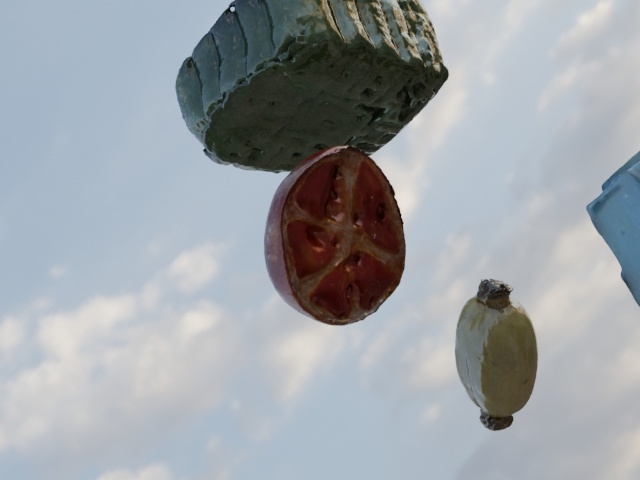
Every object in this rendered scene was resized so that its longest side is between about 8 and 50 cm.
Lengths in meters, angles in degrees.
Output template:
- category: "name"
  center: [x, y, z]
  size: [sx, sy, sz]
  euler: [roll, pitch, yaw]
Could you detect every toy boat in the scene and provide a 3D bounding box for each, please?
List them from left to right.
- category: "toy boat"
  center: [0.293, 0.038, 1.164]
  size: [0.098, 0.238, 0.109]
  euler: [-24, -13, -30]

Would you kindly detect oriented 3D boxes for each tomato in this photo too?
- category: "tomato"
  center: [0.000, 0.000, 1.415]
  size: [0.155, 0.069, 0.156]
  euler: [4, -95, -44]

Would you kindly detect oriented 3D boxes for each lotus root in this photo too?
- category: "lotus root"
  center: [0.145, 0.089, 1.346]
  size: [0.062, 0.073, 0.150]
  euler: [-19, -55, -22]

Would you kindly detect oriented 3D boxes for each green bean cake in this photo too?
- category: "green bean cake"
  center: [-0.015, -0.161, 1.627]
  size: [0.227, 0.125, 0.222]
  euler: [9, -34, -39]
